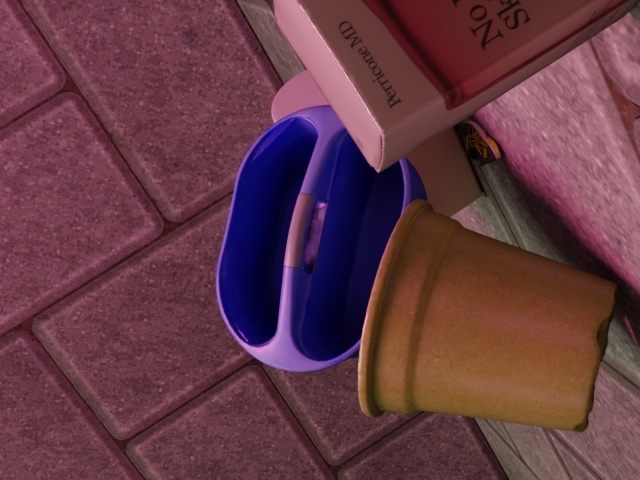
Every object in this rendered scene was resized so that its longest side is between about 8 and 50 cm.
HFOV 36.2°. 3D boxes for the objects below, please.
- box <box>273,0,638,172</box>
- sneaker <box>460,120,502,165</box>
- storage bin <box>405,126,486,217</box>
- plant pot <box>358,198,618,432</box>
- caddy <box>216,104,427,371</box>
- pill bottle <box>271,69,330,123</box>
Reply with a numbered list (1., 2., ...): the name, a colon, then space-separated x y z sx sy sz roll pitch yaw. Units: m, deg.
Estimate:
1. box: 0.098 -0.178 0.690 0.149 0.232 0.127 57 177 6
2. sneaker: 0.201 -0.127 1.273 0.083 0.035 0.031 53 173 49
3. storage bin: 0.102 -0.177 1.474 0.262 0.123 0.260 60 175 -35
4. plant pot: 0.209 0.110 1.166 0.254 0.276 0.276 13 159 18
5. caddy: 0.000 0.000 1.260 0.241 0.341 0.179 9 174 22
6. pill bottle: 0.052 -0.139 1.818 0.204 0.204 0.361 54 174 44
